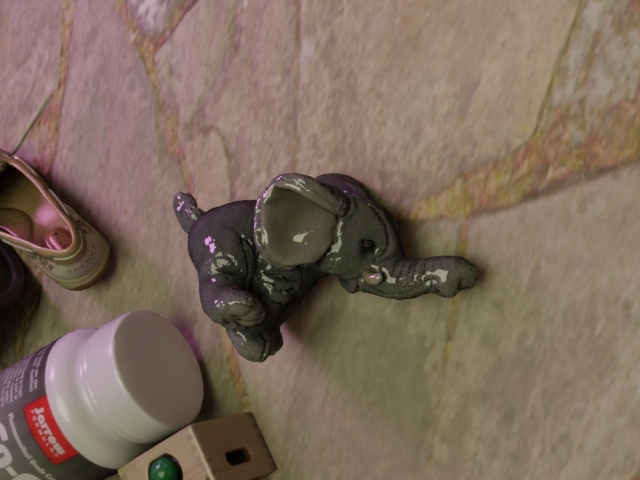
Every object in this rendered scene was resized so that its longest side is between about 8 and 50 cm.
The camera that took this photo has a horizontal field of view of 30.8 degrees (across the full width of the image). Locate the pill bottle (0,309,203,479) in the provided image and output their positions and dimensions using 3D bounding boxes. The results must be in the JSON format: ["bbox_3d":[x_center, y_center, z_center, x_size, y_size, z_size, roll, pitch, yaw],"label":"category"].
[{"bbox_3d":[-0.278,0.194,1.279,0.283,0.161,0.161,-29,76,27],"label":"pill bottle"}]

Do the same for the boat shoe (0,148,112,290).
[{"bbox_3d":[-0.362,-0.050,1.353,0.285,0.089,0.104,30,75,21],"label":"boat shoe"}]

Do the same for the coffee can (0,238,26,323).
[{"bbox_3d":[-0.508,0.109,1.389,0.201,0.201,0.275,46,111,22],"label":"coffee can"}]

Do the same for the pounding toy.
[{"bbox_3d":[-0.137,0.258,1.209,0.130,0.141,0.100,-34,74,25],"label":"pounding toy"}]

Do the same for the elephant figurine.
[{"bbox_3d":[0.000,0.000,1.146,0.239,0.186,0.169,-32,31,15],"label":"elephant figurine"}]
